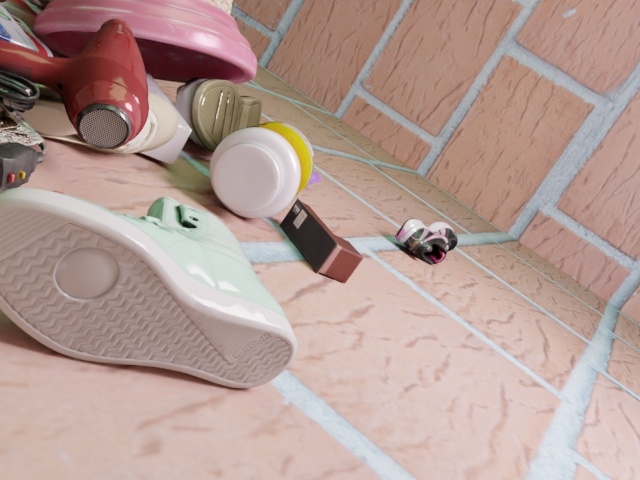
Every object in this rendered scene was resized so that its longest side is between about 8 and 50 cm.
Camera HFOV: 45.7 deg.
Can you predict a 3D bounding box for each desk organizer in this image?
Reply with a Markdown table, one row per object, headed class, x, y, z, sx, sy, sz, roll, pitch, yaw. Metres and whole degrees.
| class | x | y | z | sx | sy | sz | roll | pitch | yaw |
| --- | --- | --- | --- | --- | --- | --- | --- | --- | --- |
| desk organizer | 0.000 | 0.000 | 1.005 | 0.050 | 0.047 | 0.130 | 25 | 15 | -36 |

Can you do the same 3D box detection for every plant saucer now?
| class | x | y | z | sx | sy | sz | roll | pitch | yaw |
| --- | --- | --- | --- | --- | --- | --- | --- | --- | --- |
| plant saucer | -0.257 | -0.312 | 1.153 | 0.333 | 0.084 | 0.332 | 9 | 1 | 0 |

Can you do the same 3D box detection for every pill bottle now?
| class | x | y | z | sx | sy | sz | roll | pitch | yaw |
| --- | --- | --- | --- | --- | --- | --- | --- | --- | --- |
| pill bottle | -0.077 | -0.096 | 1.014 | 0.117 | 0.117 | 0.215 | 32 | 13 | -1 |

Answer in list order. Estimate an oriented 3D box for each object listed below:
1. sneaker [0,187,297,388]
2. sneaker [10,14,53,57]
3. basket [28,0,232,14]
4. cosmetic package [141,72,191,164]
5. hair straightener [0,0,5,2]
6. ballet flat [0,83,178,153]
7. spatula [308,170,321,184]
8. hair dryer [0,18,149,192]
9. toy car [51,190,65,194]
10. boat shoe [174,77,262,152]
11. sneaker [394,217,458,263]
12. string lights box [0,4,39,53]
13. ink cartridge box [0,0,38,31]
| class | x | y | z | sx | sy | sz | roll | pitch | yaw |
| --- | --- | --- | --- | --- | --- | --- | --- | --- | --- |
| sneaker | -0.138 | 0.012 | 0.547 | 0.256 | 0.094 | 0.151 | 33 | 15 | -43 |
| sneaker | -0.427 | -0.281 | 1.042 | 0.118 | 0.042 | 0.067 | 38 | 11 | 13 |
| basket | -0.317 | -0.500 | 1.250 | 0.329 | 0.266 | 0.331 | 7 | -6 | 8 |
| cosmetic package | -0.261 | -0.187 | 1.041 | 0.099 | 0.060 | 0.239 | 19 | 19 | -33 |
| hair straightener | -0.563 | -0.394 | 1.070 | 0.231 | 0.047 | 0.089 | 27 | 25 | 1 |
| ballet flat | -0.253 | -0.133 | 0.837 | 0.249 | 0.086 | 0.086 | 6 | 28 | -43 |
| spatula | -0.087 | -0.118 | 1.254 | 0.084 | 0.030 | 0.296 | 36 | 14 | 17 |
| hair dryer | -0.268 | -0.172 | 0.731 | 0.223 | 0.080 | 0.293 | 45 | 33 | 5 |
| toy car | -0.189 | -0.010 | 0.629 | 0.122 | 0.040 | 0.060 | 21 | 18 | -40 |
| boat shoe | -0.180 | -0.200 | 1.203 | 0.104 | 0.113 | 0.302 | 14 | 5 | 8 |
| sneaker | 0.208 | 0.013 | 1.415 | 0.178 | 0.072 | 0.077 | 1 | 45 | -51 |
| string lights box | -0.441 | -0.235 | 0.773 | 0.260 | 0.076 | 0.133 | 16 | 23 | -50 |
| ink cartridge box | -0.529 | -0.376 | 1.149 | 0.179 | 0.045 | 0.145 | 21 | 17 | -47 |
